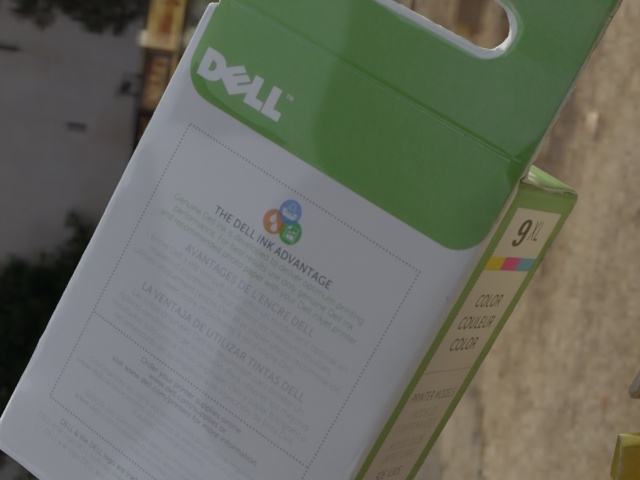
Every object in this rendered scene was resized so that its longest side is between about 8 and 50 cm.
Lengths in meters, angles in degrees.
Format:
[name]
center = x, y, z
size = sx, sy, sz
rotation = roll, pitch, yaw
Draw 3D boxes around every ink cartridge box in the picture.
[ink cartridge box]
center = 0.000, 0.000, 0.452
size = 0.209, 0.109, 0.062
rotation = -62, -22, 12

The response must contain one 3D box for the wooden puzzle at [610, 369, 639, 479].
[wooden puzzle]
center = 0.124, 0.024, 0.394
size = 0.014, 0.078, 0.116
rotation = -101, 22, -56
